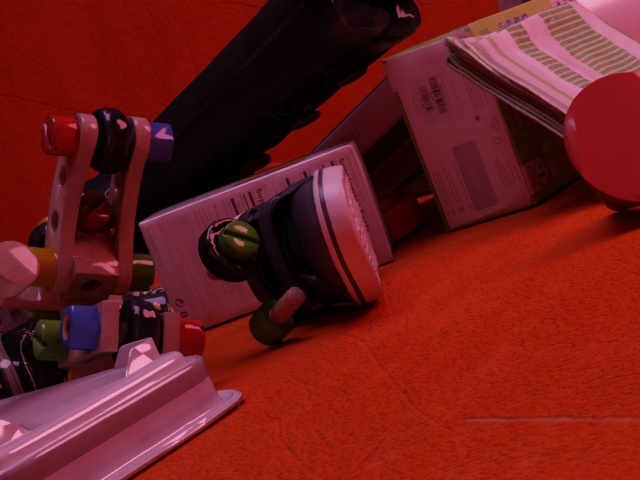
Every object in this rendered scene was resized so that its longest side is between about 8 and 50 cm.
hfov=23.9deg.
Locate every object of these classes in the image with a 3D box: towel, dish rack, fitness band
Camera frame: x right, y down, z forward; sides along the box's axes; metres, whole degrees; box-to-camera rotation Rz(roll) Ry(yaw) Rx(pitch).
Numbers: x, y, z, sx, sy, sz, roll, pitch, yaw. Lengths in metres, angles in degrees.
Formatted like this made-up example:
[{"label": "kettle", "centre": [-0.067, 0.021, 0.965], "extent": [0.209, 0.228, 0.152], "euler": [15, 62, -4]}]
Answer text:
[{"label": "towel", "centre": [0.292, -0.166, 1.572], "extent": [0.325, 0.248, 0.038], "euler": [-24, -36, -55]}, {"label": "dish rack", "centre": [-0.252, 0.160, 1.109], "extent": [0.332, 0.072, 0.285], "euler": [-18, 6, 35]}, {"label": "fitness band", "centre": [0.000, 0.000, 1.859], "extent": [0.209, 0.054, 0.291], "euler": [-21, 6, -34]}]

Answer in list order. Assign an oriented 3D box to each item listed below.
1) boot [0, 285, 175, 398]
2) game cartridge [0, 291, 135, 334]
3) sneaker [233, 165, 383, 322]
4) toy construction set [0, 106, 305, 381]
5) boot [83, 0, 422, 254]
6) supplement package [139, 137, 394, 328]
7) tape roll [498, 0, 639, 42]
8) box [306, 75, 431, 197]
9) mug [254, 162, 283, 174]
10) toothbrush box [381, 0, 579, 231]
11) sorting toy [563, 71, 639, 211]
[{"label": "boot", "centre": [-0.227, 0.103, 1.487], "extent": [0.178, 0.085, 0.236], "euler": [-20, 4, -5]}, {"label": "game cartridge", "centre": [-0.358, 0.110, 1.678], "extent": [0.297, 0.062, 0.198], "euler": [-30, -8, 26]}, {"label": "sneaker", "centre": [-0.014, 0.012, 1.391], "extent": [0.127, 0.126, 0.321], "euler": [-16, -5, 1]}, {"label": "toy construction set", "centre": [-0.232, 0.054, 1.307], "extent": [0.308, 0.257, 0.237], "euler": [-20, -19, -42]}, {"label": "boot", "centre": [-0.059, -0.166, 1.817], "extent": [0.445, 0.146, 0.367], "euler": [-44, -6, 26]}, {"label": "supplement package", "centre": [-0.054, -0.007, 1.654], "extent": [0.244, 0.134, 0.139], "euler": [-20, 6, 5]}, {"label": "tape roll", "centre": [0.336, -0.266, 1.949], "extent": [0.100, 0.286, 0.286], "euler": [-21, 5, -10]}, {"label": "box", "centre": [0.127, -0.143, 1.917], "extent": [0.232, 0.058, 0.322], "euler": [-43, -16, 27]}, {"label": "mug", "centre": [-0.086, -0.031, 2.350], "extent": [0.113, 0.150, 0.169], "euler": [17, 18, 8]}, {"label": "toothbrush box", "centre": [0.215, -0.154, 1.721], "extent": [0.122, 0.206, 0.283], "euler": [-18, 7, 35]}, {"label": "sorting toy", "centre": [0.377, -0.100, 1.305], "extent": [0.365, 0.127, 0.126], "euler": [-19, -25, -8]}]
